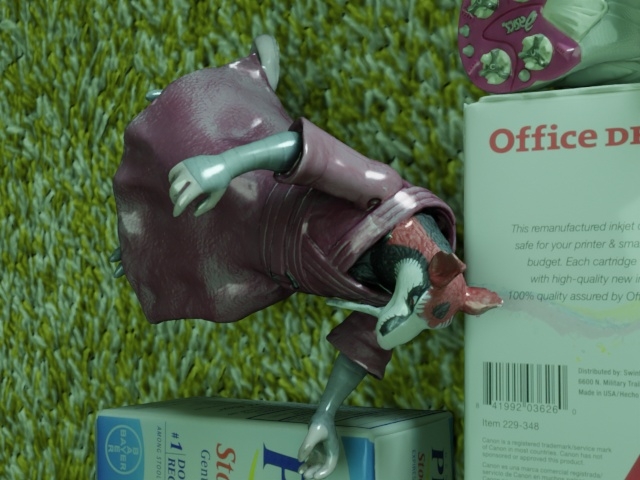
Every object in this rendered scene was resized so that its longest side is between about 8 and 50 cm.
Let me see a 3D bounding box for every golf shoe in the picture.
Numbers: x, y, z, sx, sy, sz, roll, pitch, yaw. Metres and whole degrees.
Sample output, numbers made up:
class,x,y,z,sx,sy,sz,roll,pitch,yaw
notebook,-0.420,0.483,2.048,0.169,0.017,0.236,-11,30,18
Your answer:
class,x,y,z,sx,sy,sz,roll,pitch,yaw
golf shoe,0.249,-0.166,0.854,0.306,0.140,0.115,0,90,43

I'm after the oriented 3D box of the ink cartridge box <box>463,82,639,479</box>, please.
class,x,y,z,sx,sy,sz,roll,pitch,yaw
ink cartridge box,0.228,0.047,0.880,0.226,0.131,0.306,0,87,34

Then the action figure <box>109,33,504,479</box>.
class,x,y,z,sx,sy,sz,roll,pitch,yaw
action figure,0.000,0.000,0.958,0.370,0.276,0.248,15,128,40

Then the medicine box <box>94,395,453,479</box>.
class,x,y,z,sx,sy,sz,roll,pitch,yaw
medicine box,-0.040,0.276,1.039,0.289,0.149,0.263,-2,88,34
